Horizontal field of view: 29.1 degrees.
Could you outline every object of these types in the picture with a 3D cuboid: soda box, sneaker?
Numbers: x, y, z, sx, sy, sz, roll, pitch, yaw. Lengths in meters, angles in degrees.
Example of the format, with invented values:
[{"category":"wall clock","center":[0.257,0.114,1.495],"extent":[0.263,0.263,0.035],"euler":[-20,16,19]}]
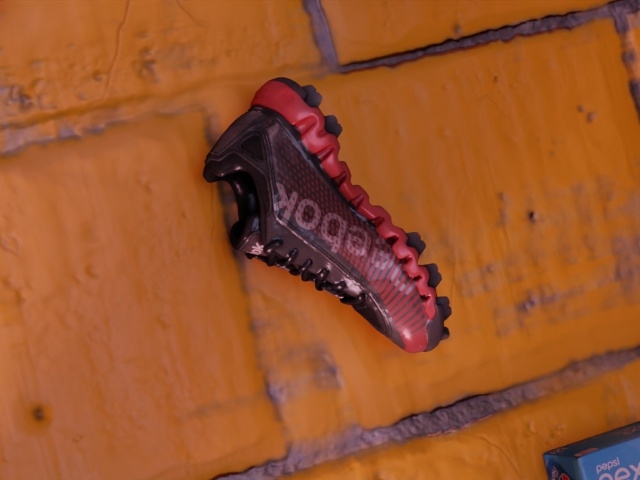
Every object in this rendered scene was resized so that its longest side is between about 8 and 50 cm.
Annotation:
[{"category":"soda box","center":[0.326,0.211,1.187],"extent":[0.210,0.067,0.071],"euler":[-13,89,-20]},{"category":"sneaker","center":[0.000,0.000,1.071],"extent":[0.135,0.097,0.276],"euler":[-38,96,-20]}]
